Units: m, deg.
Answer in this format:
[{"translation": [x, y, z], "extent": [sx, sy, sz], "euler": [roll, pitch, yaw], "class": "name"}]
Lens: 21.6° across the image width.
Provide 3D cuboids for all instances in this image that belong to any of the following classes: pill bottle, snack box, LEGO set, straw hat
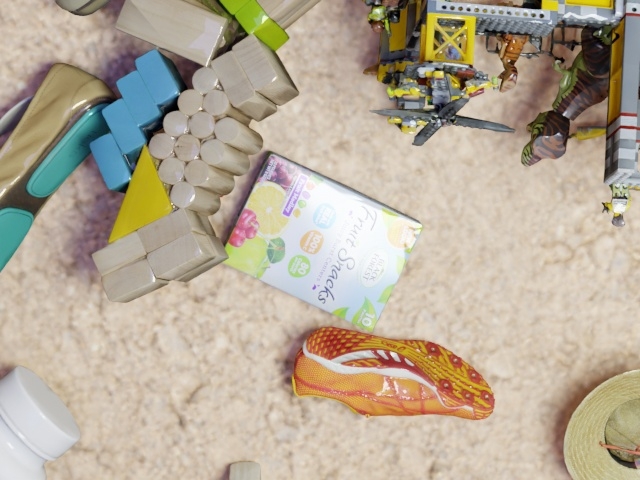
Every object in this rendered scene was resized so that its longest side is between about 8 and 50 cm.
[{"translation": [-0.293, 0.194, 1.362], "extent": [0.193, 0.108, 0.108], "euler": [-41, 98, 3], "class": "pill bottle"}, {"translation": [0.000, 0.000, 1.386], "extent": [0.141, 0.037, 0.100], "euler": [26, 97, -6], "class": "snack box"}, {"translation": [0.183, -0.099, 1.275], "extent": [0.331, 0.255, 0.192], "euler": [6, 81, -11], "class": "LEGO set"}, {"translation": [0.264, 0.156, 1.408], "extent": [0.144, 0.061, 0.144], "euler": [-2, 115, -5], "class": "straw hat"}]

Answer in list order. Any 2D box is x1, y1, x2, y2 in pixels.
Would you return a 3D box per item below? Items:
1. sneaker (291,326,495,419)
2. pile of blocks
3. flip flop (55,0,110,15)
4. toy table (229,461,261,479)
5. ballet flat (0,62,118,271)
[{"translation": [0.061, 0.119, 1.402], "extent": [0.175, 0.064, 0.067], "euler": [16, 129, -9], "class": "sneaker"}, {"translation": [-0.091, -0.121, 1.338], "extent": [0.149, 0.112, 0.362], "euler": [27, 91, 12], "class": "pile of blocks"}, {"translation": [-0.138, -0.304, 1.301], "extent": [0.080, 0.112, 0.277], "euler": [32, 101, -23], "class": "flip flop"}, {"translation": [-0.056, 0.309, 1.340], "extent": [0.274, 0.252, 0.161], "euler": [-6, 115, -10], "class": "toy table"}, {"translation": [-0.255, -0.045, 1.360], "extent": [0.073, 0.080, 0.232], "euler": [41, 92, 21], "class": "ballet flat"}]
